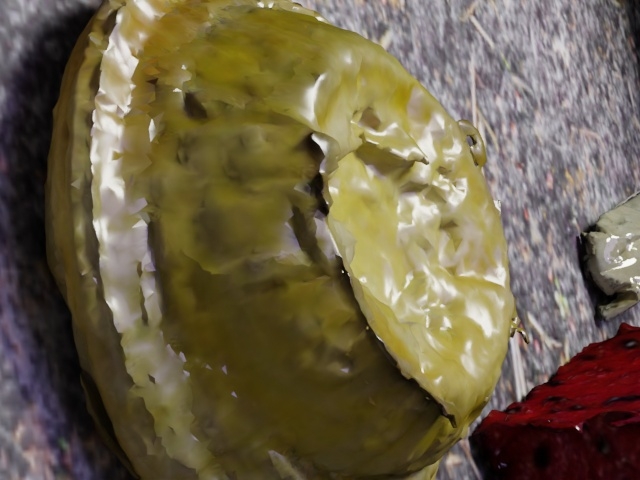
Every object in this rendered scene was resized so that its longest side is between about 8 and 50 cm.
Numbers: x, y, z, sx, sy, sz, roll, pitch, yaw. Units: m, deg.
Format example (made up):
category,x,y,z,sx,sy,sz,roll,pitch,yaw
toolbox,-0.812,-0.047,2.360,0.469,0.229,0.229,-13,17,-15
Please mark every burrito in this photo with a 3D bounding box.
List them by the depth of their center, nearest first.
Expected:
category,x,y,z,sx,sy,sz,roll,pitch,yaw
burrito,0.242,-0.005,1.234,0.229,0.063,0.058,-27,140,-52

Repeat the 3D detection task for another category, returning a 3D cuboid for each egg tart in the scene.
category,x,y,z,sx,sy,sz,roll,pitch,yaw
egg tart,0.000,0.000,0.771,0.290,0.115,0.290,35,47,-49

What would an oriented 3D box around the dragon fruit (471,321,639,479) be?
category,x,y,z,sx,sy,sz,roll,pitch,yaw
dragon fruit,0.230,0.137,0.951,0.240,0.330,0.302,14,65,-32
